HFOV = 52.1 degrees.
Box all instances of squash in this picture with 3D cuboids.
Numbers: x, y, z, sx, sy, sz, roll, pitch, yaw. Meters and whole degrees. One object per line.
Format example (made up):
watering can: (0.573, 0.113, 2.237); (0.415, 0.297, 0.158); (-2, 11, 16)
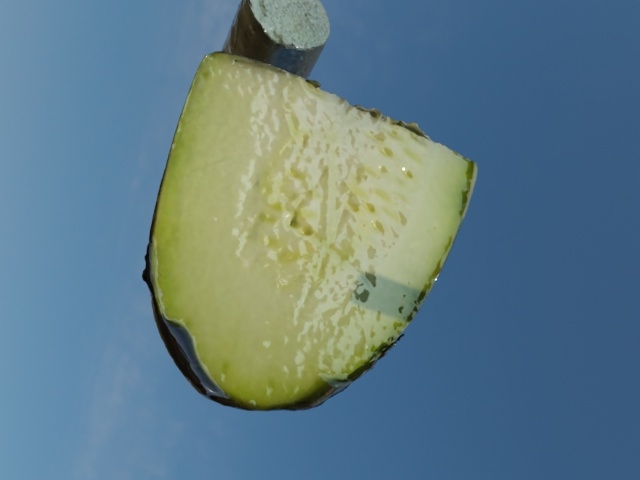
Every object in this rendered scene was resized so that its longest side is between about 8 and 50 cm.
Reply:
squash: (0.000, 0.000, 0.456); (0.155, 0.237, 0.204); (-122, -127, -72)

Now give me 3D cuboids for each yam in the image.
yam: (-0.072, -0.174, 0.742); (0.259, 0.106, 0.106); (-48, -129, 56)
